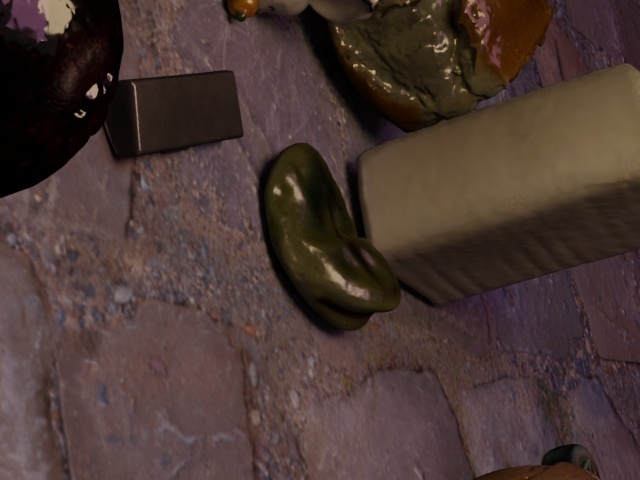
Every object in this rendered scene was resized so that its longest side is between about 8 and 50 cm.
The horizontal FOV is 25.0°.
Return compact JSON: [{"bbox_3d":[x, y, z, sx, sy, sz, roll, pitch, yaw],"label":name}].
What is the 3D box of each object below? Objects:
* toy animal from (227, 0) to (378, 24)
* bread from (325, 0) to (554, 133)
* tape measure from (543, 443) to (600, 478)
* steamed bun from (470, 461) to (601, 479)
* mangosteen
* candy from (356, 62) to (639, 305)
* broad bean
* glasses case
[{"bbox_3d":[-0.035,-0.293,1.584,0.182,0.127,0.131,57,23,0],"label":"toy animal"},{"bbox_3d":[0.130,-0.289,1.752,0.250,0.225,0.279,60,34,-21],"label":"bread"},{"bbox_3d":[0.376,0.311,1.865,0.104,0.179,0.107,-37,106,-44],"label":"tape measure"},{"bbox_3d":[0.265,0.368,1.596,0.301,0.199,0.252,-1,73,-59],"label":"steamed bun"},{"bbox_3d":[-0.269,-0.152,1.017,0.265,0.228,0.228,29,33,4],"label":"mangosteen"},{"bbox_3d":[0.237,-0.055,1.657,0.208,0.358,0.145,39,41,-53],"label":"candy"},{"bbox_3d":[0.002,-0.002,1.529,0.207,0.072,0.153,59,26,4],"label":"broad bean"},{"bbox_3d":[-0.137,-0.122,1.376,0.190,0.042,0.072,-19,96,-62],"label":"glasses case"}]
